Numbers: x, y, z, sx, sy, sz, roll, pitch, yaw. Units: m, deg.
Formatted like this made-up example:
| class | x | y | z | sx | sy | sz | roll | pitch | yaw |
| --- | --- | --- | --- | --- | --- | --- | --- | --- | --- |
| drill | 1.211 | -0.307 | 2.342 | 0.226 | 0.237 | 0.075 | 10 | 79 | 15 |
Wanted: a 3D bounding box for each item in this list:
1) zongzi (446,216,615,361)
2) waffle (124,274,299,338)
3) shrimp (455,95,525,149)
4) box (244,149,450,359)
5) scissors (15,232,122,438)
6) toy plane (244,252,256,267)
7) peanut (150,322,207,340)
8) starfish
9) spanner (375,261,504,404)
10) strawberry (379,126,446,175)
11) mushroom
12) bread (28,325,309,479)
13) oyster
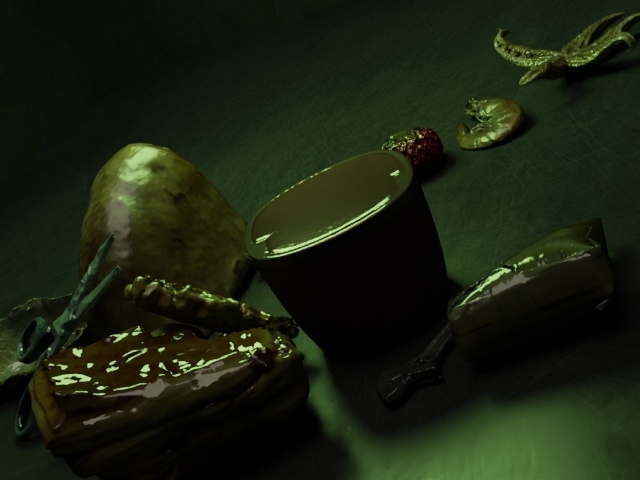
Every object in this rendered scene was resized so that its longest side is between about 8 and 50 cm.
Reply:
| class | x | y | z | sx | sy | sz | roll | pitch | yaw |
| --- | --- | --- | --- | --- | --- | --- | --- | --- | --- |
| zongzi | 0.283 | 0.049 | 1.527 | 0.228 | 0.115 | 0.256 | -25 | 15 | 19 |
| waffle | -0.169 | 0.110 | 1.737 | 0.291 | 0.291 | 0.051 | 4 | 76 | 54 |
| shrimp | 0.316 | -0.229 | 2.216 | 0.133 | 0.053 | 0.236 | -49 | 26 | 2 |
| box | 0.053 | 0.026 | 1.706 | 0.301 | 0.216 | 0.301 | -25 | 20 | 9 |
| scissors | -0.437 | 0.147 | 1.949 | 0.383 | 0.029 | 0.256 | -49 | 34 | 30 |
| toy plane | -0.103 | 0.043 | 2.085 | 0.083 | 0.078 | 0.031 | 36 | 105 | 37 |
| peanut | -0.305 | 0.210 | 1.854 | 0.274 | 0.111 | 0.125 | -20 | 55 | 12 |
| starfish | 0.494 | -0.381 | 2.256 | 0.327 | 0.094 | 0.375 | 1 | 27 | 33 |
| spanner | 0.183 | 0.125 | 1.585 | 0.093 | 0.026 | 0.325 | -5 | 29 | 47 |
| strawberry | 0.167 | -0.166 | 2.180 | 0.145 | 0.086 | 0.145 | -22 | 22 | 9 |
| mushroom | -0.311 | 0.040 | 2.032 | 0.224 | 0.313 | 0.397 | -20 | 28 | 29 |
| bread | -0.210 | 0.231 | 1.601 | 0.370 | 0.191 | 0.314 | -16 | 13 | -13 |
| oyster | -0.531 | 0.210 | 2.182 | 0.396 | 0.111 | 0.204 | -24 | 39 | 8 |
